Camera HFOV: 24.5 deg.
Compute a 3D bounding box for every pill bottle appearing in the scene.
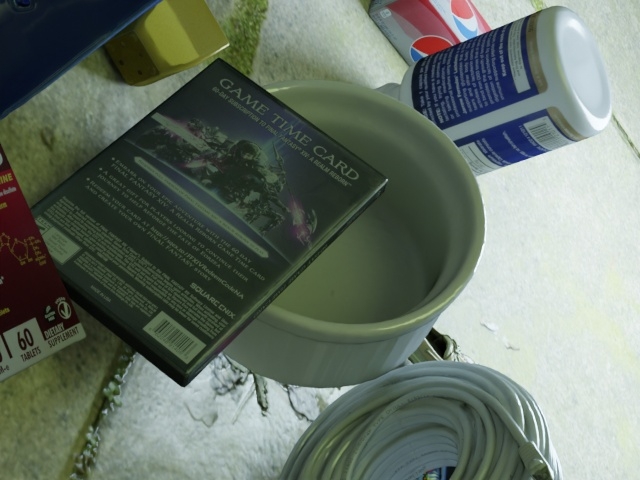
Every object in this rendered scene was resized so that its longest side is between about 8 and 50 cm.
[{"bbox_3d":[0.185,-0.155,1.688,0.153,0.264,0.153,32,49,-46],"label":"pill bottle"}]

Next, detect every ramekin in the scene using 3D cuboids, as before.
[{"bbox_3d":[0.000,0.000,1.342,0.277,0.135,0.277,7,54,-9],"label":"ramekin"}]

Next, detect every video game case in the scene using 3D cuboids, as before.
[{"bbox_3d":[-0.099,-0.025,1.237,0.196,0.026,0.274,37,54,14],"label":"video game case"}]

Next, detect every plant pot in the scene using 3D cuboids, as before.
[{"bbox_3d":[-0.153,-0.188,1.379,0.083,0.081,0.081,-47,114,-43],"label":"plant pot"},{"bbox_3d":[-0.206,-0.264,1.179,0.212,0.236,0.236,53,23,-12],"label":"plant pot"}]

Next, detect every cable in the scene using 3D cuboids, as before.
[{"bbox_3d":[0.083,0.215,1.273,0.089,0.257,0.257,54,16,-31],"label":"cable"}]

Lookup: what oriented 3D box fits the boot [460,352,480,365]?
[{"bbox_3d":[0.157,0.167,1.693,0.118,0.042,0.087,34,40,-41],"label":"boot"}]

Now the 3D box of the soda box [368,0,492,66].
[{"bbox_3d":[0.172,-0.240,1.883,0.263,0.083,0.092,46,39,-32],"label":"soda box"}]

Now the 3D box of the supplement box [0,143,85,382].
[{"bbox_3d":[-0.282,-0.008,1.094,0.130,0.073,0.239,-30,98,-57],"label":"supplement box"}]

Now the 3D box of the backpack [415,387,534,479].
[{"bbox_3d":[0.167,0.231,1.591,0.173,0.116,0.158,58,37,-76],"label":"backpack"}]

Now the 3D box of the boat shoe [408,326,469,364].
[{"bbox_3d":[0.122,0.113,1.627,0.153,0.048,0.056,40,29,-21],"label":"boat shoe"}]
